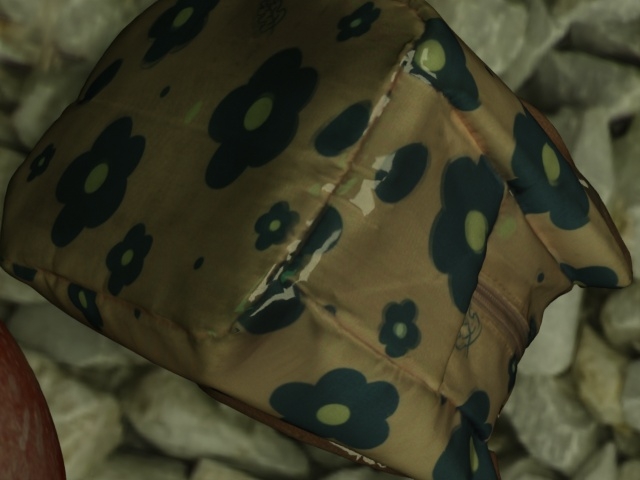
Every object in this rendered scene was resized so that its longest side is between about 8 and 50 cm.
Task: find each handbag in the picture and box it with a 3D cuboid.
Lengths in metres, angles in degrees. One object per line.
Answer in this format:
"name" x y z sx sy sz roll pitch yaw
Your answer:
"handbag" 0.000 0.000 0.806 0.193 0.251 0.190 42 76 -32

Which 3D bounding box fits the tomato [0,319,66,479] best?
"tomato" -0.234 0.116 0.725 0.270 0.227 0.270 -1 92 -22
